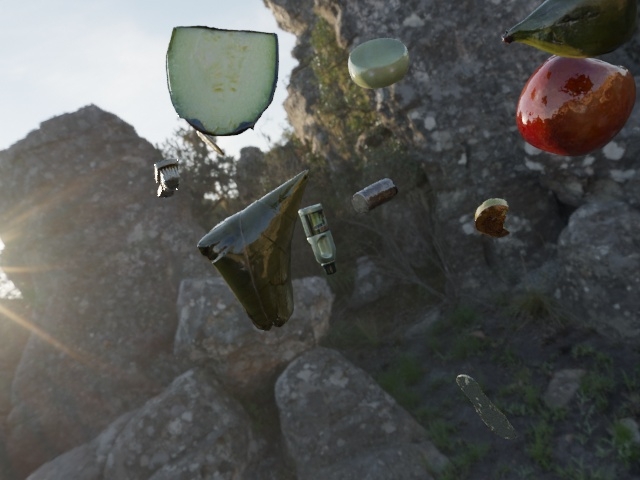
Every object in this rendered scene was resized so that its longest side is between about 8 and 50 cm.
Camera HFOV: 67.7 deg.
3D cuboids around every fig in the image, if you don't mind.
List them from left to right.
[{"bbox_3d":[0.403,-0.363,0.765,0.185,0.133,0.126,16,54,40],"label":"fig"}]

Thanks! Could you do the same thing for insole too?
[{"bbox_3d":[0.471,0.474,1.357,0.011,0.248,0.081,-44,11,-36],"label":"insole"}]

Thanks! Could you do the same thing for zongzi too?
[{"bbox_3d":[-0.083,0.030,1.079,0.300,0.274,0.145,-31,7,12],"label":"zongzi"}]

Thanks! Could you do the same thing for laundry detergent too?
[{"bbox_3d":[0.000,0.000,1.507,0.070,0.226,0.099,-15,5,23],"label":"laundry detergent"}]

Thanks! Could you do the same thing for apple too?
[{"bbox_3d":[0.534,-0.286,1.015,0.218,0.218,0.201,-35,-33,-54],"label":"apple"}]

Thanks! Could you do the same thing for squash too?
[{"bbox_3d":[-0.167,-0.266,0.834,0.191,0.184,0.085,5,0,0],"label":"squash"}]

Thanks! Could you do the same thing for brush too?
[{"bbox_3d":[-0.473,-0.170,1.484,0.070,0.065,0.327,-18,-4,-21],"label":"brush"}]

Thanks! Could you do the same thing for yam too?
[{"bbox_3d":[0.176,-0.143,1.536,0.141,0.079,0.079,-29,6,-33],"label":"yam"}]

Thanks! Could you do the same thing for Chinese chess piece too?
[{"bbox_3d":[0.138,-0.419,1.131,0.144,0.058,0.144,-9,48,10],"label":"Chinese chess piece"}]

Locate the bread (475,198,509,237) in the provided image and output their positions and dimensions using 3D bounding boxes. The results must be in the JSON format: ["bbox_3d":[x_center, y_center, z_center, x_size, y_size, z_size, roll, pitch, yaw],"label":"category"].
[{"bbox_3d":[0.653,-0.082,1.825,0.125,0.156,0.086,-7,38,15],"label":"bread"}]

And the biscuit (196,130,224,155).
[{"bbox_3d":[-0.368,-0.327,1.600,0.015,0.120,0.120,-49,9,-6],"label":"biscuit"}]
